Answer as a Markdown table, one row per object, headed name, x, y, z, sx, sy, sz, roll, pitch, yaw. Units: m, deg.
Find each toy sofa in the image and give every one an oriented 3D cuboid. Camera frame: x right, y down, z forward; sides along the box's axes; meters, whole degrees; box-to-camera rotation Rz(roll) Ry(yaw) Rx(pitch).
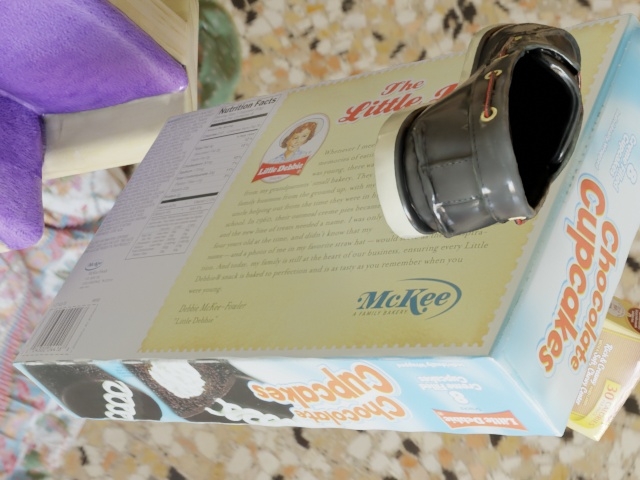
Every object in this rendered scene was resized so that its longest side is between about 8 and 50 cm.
| name | x | y | z | sx | sy | sz | roll | pitch | yaw |
| --- | --- | --- | --- | --- | --- | --- | --- | --- | --- |
| toy sofa | -0.216 | -0.126 | 0.713 | 0.150 | 0.362 | 0.177 | -10 | 69 | 22 |

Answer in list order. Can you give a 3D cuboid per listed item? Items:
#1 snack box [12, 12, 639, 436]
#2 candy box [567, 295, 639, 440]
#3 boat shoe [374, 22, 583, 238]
| name | x | y | z | sx | sy | sz | roll | pitch | yaw |
| --- | --- | --- | --- | --- | --- | --- | --- | --- | --- |
| snack box | 0.000 | 0.000 | 0.611 | 0.322 | 0.060 | 0.187 | -6 | 47 | 44 |
| candy box | 0.298 | 0.128 | 1.754 | 0.316 | 0.087 | 0.183 | 28 | 119 | 4 |
| boat shoe | 0.060 | -0.037 | 0.370 | 0.042 | 0.133 | 0.049 | -8 | 108 | 28 |
